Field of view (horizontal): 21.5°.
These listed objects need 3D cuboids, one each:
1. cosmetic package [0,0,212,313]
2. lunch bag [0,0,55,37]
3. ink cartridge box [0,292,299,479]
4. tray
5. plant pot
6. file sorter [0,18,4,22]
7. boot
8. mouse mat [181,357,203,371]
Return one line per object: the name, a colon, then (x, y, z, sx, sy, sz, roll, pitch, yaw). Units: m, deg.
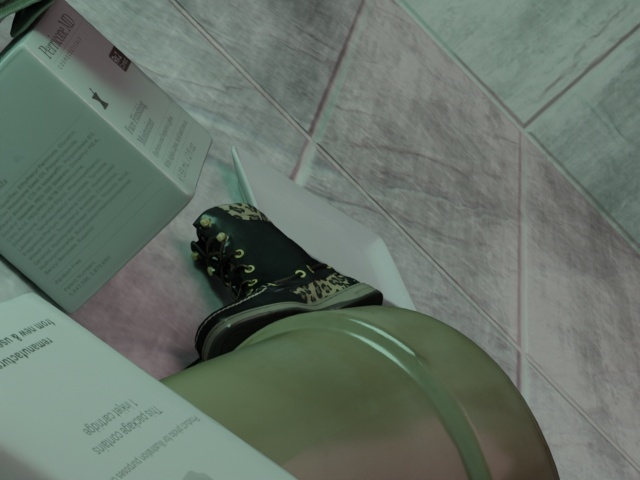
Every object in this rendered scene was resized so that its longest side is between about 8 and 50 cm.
cosmetic package: (-0.211, -0.073, 1.389, 0.184, 0.151, 0.151, 43, 19, -15)
lunch bag: (-0.288, -0.270, 1.375, 0.235, 0.287, 0.169, -97, 177, -60)
ink cartridge box: (-0.071, 0.250, 0.739, 0.385, 0.279, 0.160, 34, 15, 7)
tray: (0.000, 0.000, 1.898, 0.270, 0.030, 0.145, 31, 26, -41)
plant pot: (-0.054, 0.202, 1.027, 0.280, 0.323, 0.323, 2, 48, -44)
file sorter: (-0.362, -0.357, 1.561, 0.278, 0.193, 0.173, 40, 17, -22)
boot: (-0.073, 0.045, 1.574, 0.178, 0.085, 0.236, 37, 29, 29)
mouse mat: (-0.059, 0.161, 1.493, 0.152, 0.007, 0.190, 49, 20, 2)
